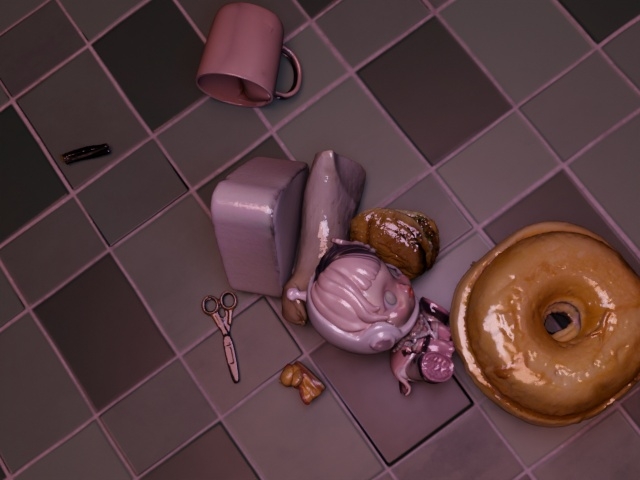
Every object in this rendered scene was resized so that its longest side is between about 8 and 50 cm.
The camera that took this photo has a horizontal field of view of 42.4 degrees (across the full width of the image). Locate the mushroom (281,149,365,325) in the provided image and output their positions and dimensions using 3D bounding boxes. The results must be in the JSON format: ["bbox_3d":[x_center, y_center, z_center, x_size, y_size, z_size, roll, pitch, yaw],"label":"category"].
[{"bbox_3d":[0.000,0.001,1.904,0.126,0.177,0.397,8,85,27],"label":"mushroom"}]

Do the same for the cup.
[{"bbox_3d":[-0.160,-0.446,2.018,0.253,0.191,0.200,17,77,-19],"label":"cup"}]

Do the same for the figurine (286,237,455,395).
[{"bbox_3d":[0.123,0.170,1.767,0.361,0.253,0.211,41,104,-18],"label":"figurine"}]

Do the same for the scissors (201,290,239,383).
[{"bbox_3d":[-0.223,0.232,1.965,0.088,0.017,0.220,-14,78,1],"label":"scissors"}]

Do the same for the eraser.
[{"bbox_3d":[-0.138,-0.054,1.861,0.150,0.331,0.331,10,80,10],"label":"eraser"}]

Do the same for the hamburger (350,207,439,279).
[{"bbox_3d":[0.165,0.011,1.864,0.206,0.183,0.130,7,50,9],"label":"hamburger"}]

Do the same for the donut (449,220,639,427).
[{"bbox_3d":[0.497,0.173,1.769,0.449,0.198,0.449,1,76,-3],"label":"donut"}]

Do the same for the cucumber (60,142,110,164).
[{"bbox_3d":[-0.598,-0.222,2.096,0.135,0.033,0.034,-15,45,3],"label":"cucumber"}]

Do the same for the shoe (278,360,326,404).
[{"bbox_3d":[-0.044,0.324,1.894,0.109,0.072,0.069,36,80,13],"label":"shoe"}]
